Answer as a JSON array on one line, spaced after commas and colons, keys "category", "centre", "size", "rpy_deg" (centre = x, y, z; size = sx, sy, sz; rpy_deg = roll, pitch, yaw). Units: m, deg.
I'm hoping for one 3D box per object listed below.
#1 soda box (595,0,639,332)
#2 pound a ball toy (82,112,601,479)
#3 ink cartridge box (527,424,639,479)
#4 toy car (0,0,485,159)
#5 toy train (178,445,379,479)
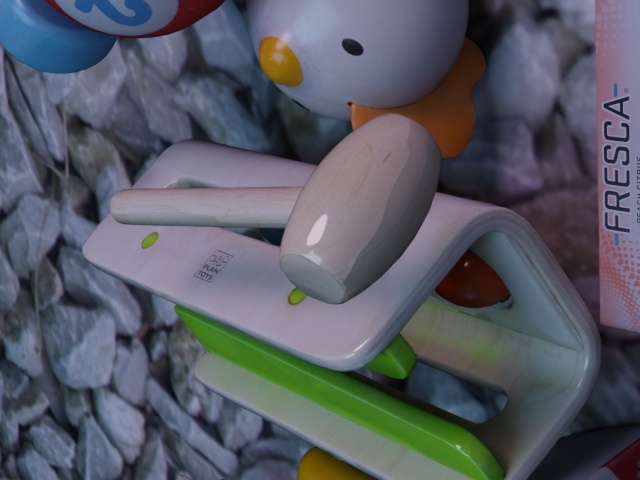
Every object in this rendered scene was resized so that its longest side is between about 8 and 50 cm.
[{"category": "soda box", "centre": [0.165, -0.047, 0.598], "size": [0.063, 0.058, 0.183], "rpy_deg": [11, 113, 42]}, {"category": "pound a ball toy", "centre": [0.000, 0.000, 0.659], "size": [0.319, 0.136, 0.208], "rpy_deg": [15, 149, 54]}, {"category": "ink cartridge box", "centre": [0.145, 0.196, 0.658], "size": [0.072, 0.127, 0.175], "rpy_deg": [-19, 92, 44]}, {"category": "toy car", "centre": [-0.016, -0.128, 0.661], "size": [0.238, 0.210, 0.219], "rpy_deg": [49, 145, 3]}, {"category": "toy train", "centre": [0.005, 0.150, 0.808], "size": [0.248, 0.105, 0.143], "rpy_deg": [29, 114, 35]}]
